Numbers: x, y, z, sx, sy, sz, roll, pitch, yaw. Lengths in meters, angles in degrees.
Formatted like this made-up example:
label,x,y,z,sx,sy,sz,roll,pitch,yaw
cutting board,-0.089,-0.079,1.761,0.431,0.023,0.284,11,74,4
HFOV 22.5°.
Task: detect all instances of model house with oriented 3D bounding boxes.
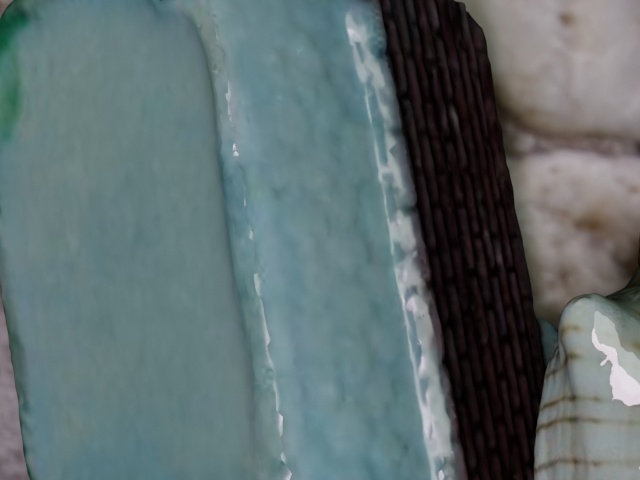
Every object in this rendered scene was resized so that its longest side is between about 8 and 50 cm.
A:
label,x,y,z,sx,sy,sz,roll,pitch,yaw
model house,0.000,0.000,0.805,0.230,0.249,0.280,-13,83,49

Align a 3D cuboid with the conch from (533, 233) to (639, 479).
label,x,y,z,sx,sy,sz,roll,pitch,yaw
conch,0.199,0.072,0.750,0.203,0.169,0.386,18,67,-9
